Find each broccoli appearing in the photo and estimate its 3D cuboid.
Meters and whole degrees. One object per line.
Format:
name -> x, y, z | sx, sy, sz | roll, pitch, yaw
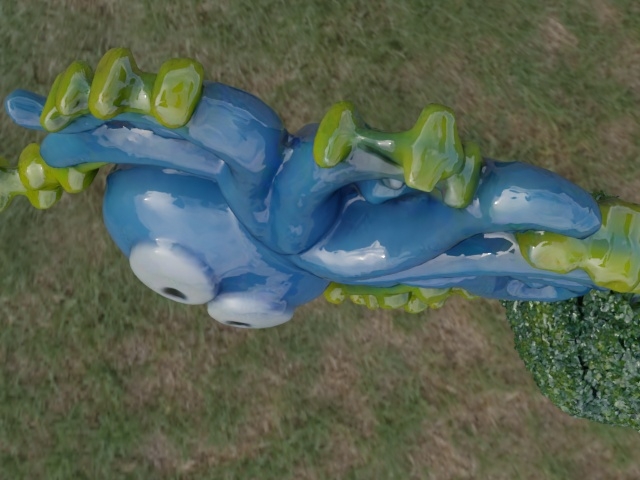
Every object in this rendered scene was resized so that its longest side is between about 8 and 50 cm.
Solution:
broccoli -> 0.261, 0.035, 0.879 | 0.241, 0.261, 0.269 | -40, 140, 5

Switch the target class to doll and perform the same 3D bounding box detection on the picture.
doll -> 0.000, 0.000, 0.607 | 0.346, 0.341, 0.098 | 22, 75, -38
